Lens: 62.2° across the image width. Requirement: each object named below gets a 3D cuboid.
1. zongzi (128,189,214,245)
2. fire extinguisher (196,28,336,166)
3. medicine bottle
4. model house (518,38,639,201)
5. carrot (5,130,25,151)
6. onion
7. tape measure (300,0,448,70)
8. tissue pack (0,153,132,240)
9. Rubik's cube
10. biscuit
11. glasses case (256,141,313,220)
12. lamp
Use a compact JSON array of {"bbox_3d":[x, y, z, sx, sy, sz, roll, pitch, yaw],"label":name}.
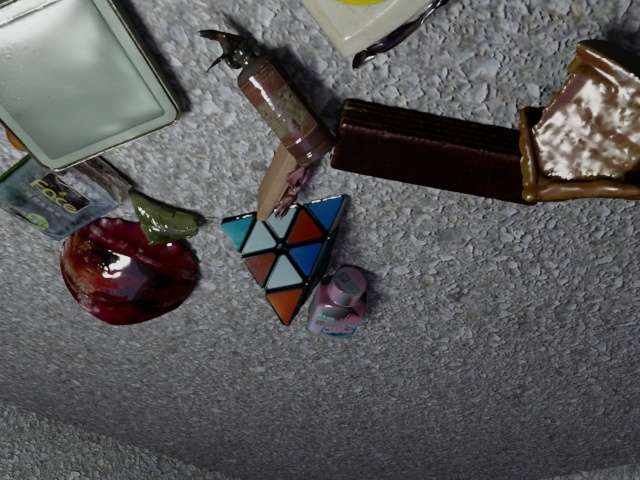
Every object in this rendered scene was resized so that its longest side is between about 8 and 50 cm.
[{"bbox_3d":[-0.303,-0.062,1.092,0.154,0.062,0.130,-11,116,5],"label":"zongzi"},{"bbox_3d":[-0.078,-0.222,0.797,0.075,0.106,0.252,-28,114,25],"label":"fire extinguisher"},{"bbox_3d":[0.045,0.146,1.254,0.119,0.094,0.188,13,140,-7],"label":"medicine bottle"},{"bbox_3d":[0.416,-0.147,0.785,0.199,0.219,0.229,-16,149,-49],"label":"model house"},{"bbox_3d":[-0.486,-0.245,0.883,0.066,0.062,0.271,44,132,6],"label":"carrot"},{"bbox_3d":[-0.443,0.082,1.204,0.314,0.146,0.280,26,132,-17],"label":"onion"},{"bbox_3d":[0.073,-0.358,0.623,0.231,0.133,0.271,-13,139,32],"label":"tape measure"},{"bbox_3d":[-0.515,-0.098,1.045,0.236,0.073,0.173,-21,132,30],"label":"tissue pack"},{"bbox_3d":[0.000,0.000,1.105,0.250,0.284,0.234,14,124,-50],"label":"Rubik's cube"},{"bbox_3d":[0.212,-0.145,0.901,0.388,0.073,0.107,9,141,-5],"label":"biscuit"},{"bbox_3d":[-0.055,-0.104,0.962,0.070,0.102,0.193,13,140,-19],"label":"glasses case"},{"bbox_3d":[-0.391,-0.249,0.820,0.269,0.047,0.266,-19,134,7],"label":"lamp"}]
